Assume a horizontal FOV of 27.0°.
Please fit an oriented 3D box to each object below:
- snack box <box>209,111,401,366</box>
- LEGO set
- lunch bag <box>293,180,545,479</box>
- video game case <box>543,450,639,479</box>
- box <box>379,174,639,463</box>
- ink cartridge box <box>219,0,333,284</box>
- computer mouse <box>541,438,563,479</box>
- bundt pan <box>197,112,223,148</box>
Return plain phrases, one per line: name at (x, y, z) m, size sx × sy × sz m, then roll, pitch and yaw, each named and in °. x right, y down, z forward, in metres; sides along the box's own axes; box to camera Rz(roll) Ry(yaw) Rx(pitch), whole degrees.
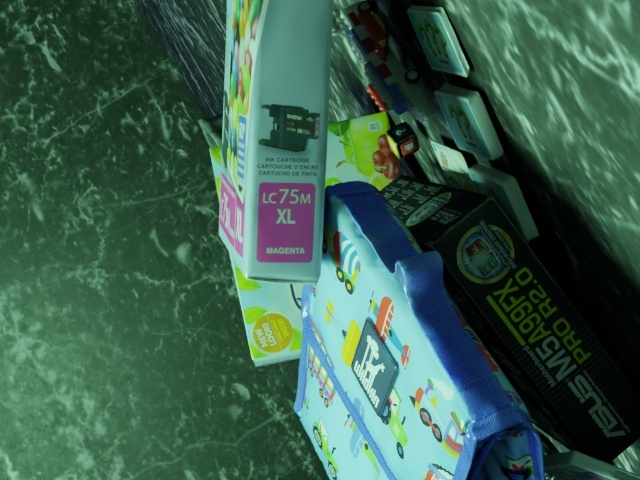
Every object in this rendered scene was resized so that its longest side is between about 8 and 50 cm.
snack box at (0.000, 0.000, 1.254) m, size 0.070 × 0.175 × 0.207 m, roll 89°, pitch 170°, yaw -77°
LEGO set at (0.072, -0.095, 1.036) m, size 0.182 × 0.060 × 0.244 m, roll 65°, pitch 173°, yaw -17°
lunch bag at (0.076, 0.106, 0.949) m, size 0.293 × 0.138 × 0.221 m, roll 87°, pitch 159°, yaw -51°
video game case at (0.222, 0.178, 0.951) m, size 0.122 × 0.011 × 0.087 m, roll 21°, pitch 167°, yaw -3°
box at (0.136, 0.054, 1.074) m, size 0.216 × 0.060 × 0.270 m, roll 52°, pitch 175°, yaw -12°
ink cartridge box at (-0.034, -0.139, 0.962) m, size 0.186 × 0.065 × 0.311 m, roll -136°, pitch 50°, yaw -76°
computer mouse at (0.248, 0.304, 1.507) m, size 0.262 × 0.060 × 0.184 m, roll 63°, pitch 172°, yaw -28°
bundt pan at (-0.026, -0.045, 1.738) m, size 0.330 × 0.124 × 0.331 m, roll 60°, pitch 175°, yaw 9°
